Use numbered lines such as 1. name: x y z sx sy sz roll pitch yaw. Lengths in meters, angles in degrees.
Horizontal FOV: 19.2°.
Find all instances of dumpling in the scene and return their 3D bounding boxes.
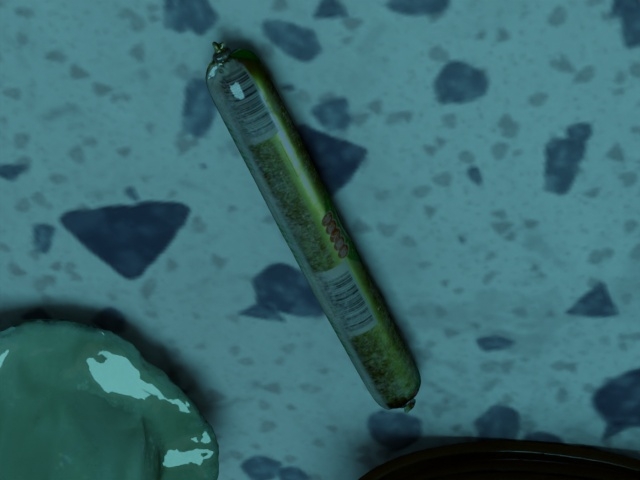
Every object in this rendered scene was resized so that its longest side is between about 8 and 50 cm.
1. dumpling: -0.169 0.127 1.104 0.219 0.153 0.108 -8 174 -5

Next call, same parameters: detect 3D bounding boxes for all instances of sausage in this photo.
1. sausage: 0.000 0.000 1.010 0.032 0.033 0.269 -15 127 18

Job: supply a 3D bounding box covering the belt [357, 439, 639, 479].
1. belt: 0.130 0.211 1.072 0.261 0.184 0.105 4 131 3
